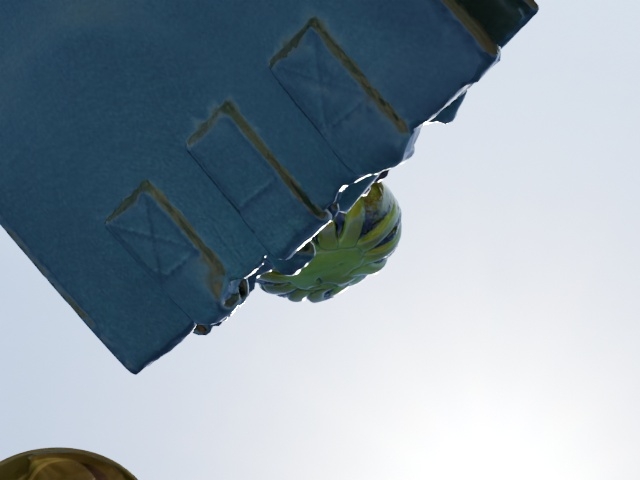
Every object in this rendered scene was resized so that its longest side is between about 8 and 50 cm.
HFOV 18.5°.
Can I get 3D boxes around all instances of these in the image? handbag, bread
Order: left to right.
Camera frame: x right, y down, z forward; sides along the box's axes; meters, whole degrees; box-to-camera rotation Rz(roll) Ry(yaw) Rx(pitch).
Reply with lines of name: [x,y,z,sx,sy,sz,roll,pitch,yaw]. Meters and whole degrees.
handbag: [-0.074,-0.113,0.890,0.274,0.269,0.100,46,-144,2]
bread: [0.000,0.000,1.598,0.139,0.130,0.071,-15,-128,7]

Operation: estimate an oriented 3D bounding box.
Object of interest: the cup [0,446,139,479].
cup: [-0.166,0.250,1.355,0.176,0.155,0.131,27,-135,19]
